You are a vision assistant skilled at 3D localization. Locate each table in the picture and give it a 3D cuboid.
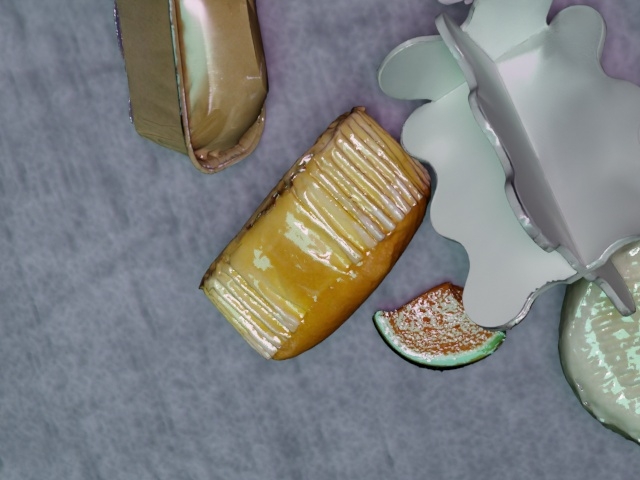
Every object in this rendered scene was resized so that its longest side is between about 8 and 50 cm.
[{"bbox_3d":[0.143,-0.051,0.819,0.166,0.198,0.166,-11,144,-8],"label":"table"}]

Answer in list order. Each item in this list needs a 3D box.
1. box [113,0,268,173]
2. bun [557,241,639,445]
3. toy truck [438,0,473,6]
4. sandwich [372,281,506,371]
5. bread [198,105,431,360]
[{"bbox_3d":[-0.087,-0.140,0.912,0.111,0.111,0.177,-1,110,13],"label":"box"},{"bbox_3d":[0.273,0.066,0.900,0.195,0.118,0.195,4,103,19],"label":"bun"},{"bbox_3d":[0.104,-0.247,0.819,0.213,0.161,0.177,-18,129,17],"label":"toy truck"},{"bbox_3d":[0.099,0.069,0.992,0.101,0.026,0.069,-23,100,16],"label":"sandwich"},{"bbox_3d":[0.000,0.000,0.929,0.114,0.132,0.190,44,117,-5],"label":"bread"}]
